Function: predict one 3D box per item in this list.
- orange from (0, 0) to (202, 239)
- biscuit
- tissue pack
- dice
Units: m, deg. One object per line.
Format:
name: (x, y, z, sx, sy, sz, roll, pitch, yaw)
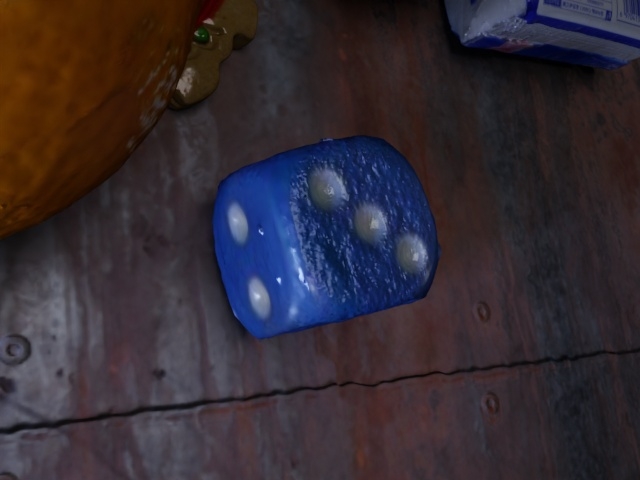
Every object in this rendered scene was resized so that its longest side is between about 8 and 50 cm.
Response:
orange: (-0.256, -0.195, 0.365, 0.424, 0.326, 0.424, 4, 80, -24)
biscuit: (-0.166, -0.230, 0.604, 0.238, 0.041, 0.212, 13, 71, -27)
tissue pack: (0.279, -0.319, 0.828, 0.269, 0.137, 0.209, -2, 76, -33)
dice: (0.000, 0.000, 0.568, 0.146, 0.143, 0.146, -14, 86, -33)
